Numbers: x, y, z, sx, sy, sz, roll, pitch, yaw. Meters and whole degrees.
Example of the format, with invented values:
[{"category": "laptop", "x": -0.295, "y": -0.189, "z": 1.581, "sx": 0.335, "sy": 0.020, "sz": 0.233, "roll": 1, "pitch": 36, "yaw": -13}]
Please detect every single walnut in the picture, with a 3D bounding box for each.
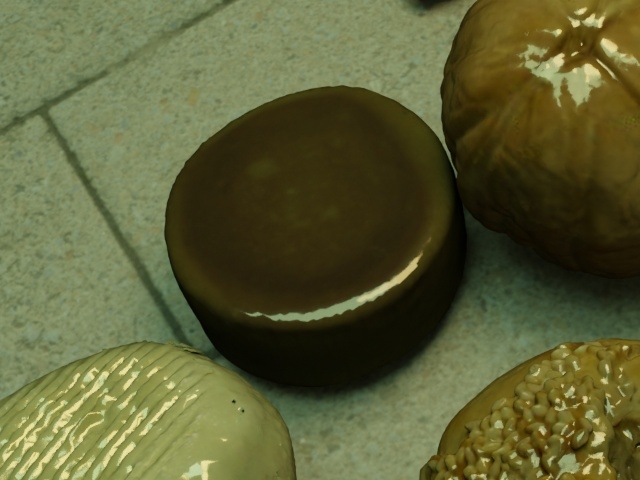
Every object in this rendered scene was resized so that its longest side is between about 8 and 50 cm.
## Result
[{"category": "walnut", "x": 0.241, "y": -0.106, "z": 1.489, "sx": 0.277, "sy": 0.313, "sz": 0.252, "roll": 17, "pitch": 72, "yaw": 14}]

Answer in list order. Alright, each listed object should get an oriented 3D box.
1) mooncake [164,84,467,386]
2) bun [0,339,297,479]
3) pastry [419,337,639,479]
[{"category": "mooncake", "x": 0.000, "y": 0.000, "z": 1.573, "sx": 0.284, "sy": 0.155, "sz": 0.284, "roll": -7, "pitch": 54, "yaw": 10}, {"category": "bun", "x": -0.176, "y": 0.255, "z": 1.402, "sx": 0.360, "sy": 0.211, "sz": 0.359, "roll": -23, "pitch": 30, "yaw": 14}, {"category": "pastry", "x": 0.235, "y": 0.202, "z": 1.365, "sx": 0.316, "sy": 0.184, "sz": 0.284, "roll": -10, "pitch": 55, "yaw": 8}]
